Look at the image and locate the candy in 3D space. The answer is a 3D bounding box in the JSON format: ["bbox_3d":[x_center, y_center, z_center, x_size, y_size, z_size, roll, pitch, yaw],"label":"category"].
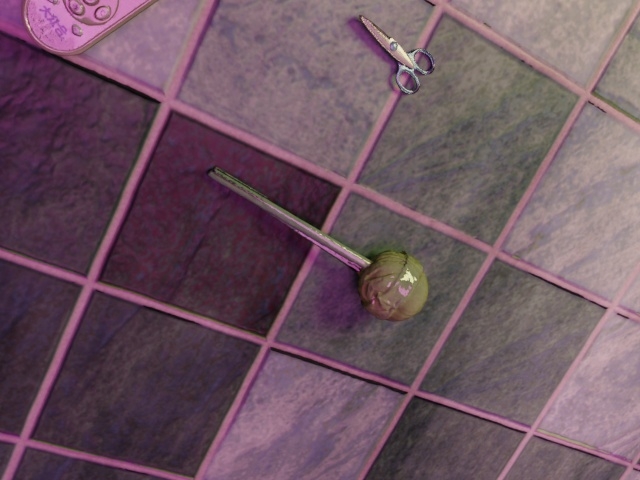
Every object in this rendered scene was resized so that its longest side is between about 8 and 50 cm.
[{"bbox_3d":[0.000,0.000,0.778,0.335,0.093,0.092,31,57,-14],"label":"candy"}]

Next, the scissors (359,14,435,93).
[{"bbox_3d":[0.090,-0.234,0.734,0.119,0.014,0.058,38,93,-26],"label":"scissors"}]

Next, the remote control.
[{"bbox_3d":[-0.211,-0.276,0.630,0.221,0.042,0.078,-35,113,0],"label":"remote control"}]
